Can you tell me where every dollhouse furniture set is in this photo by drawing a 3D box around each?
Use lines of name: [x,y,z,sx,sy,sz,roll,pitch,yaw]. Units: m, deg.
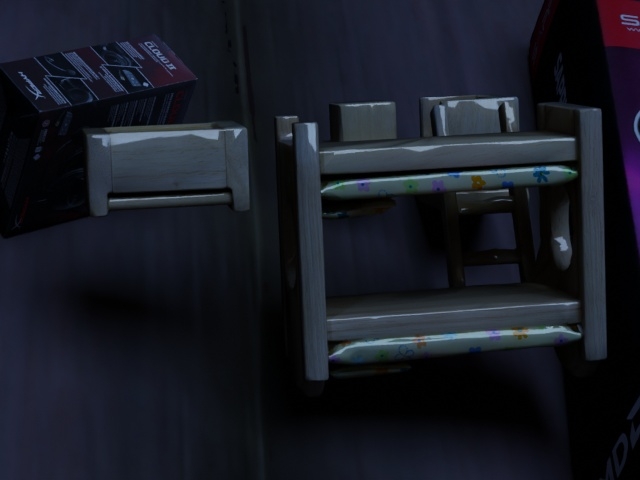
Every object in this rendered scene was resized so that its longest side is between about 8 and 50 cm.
dollhouse furniture set: [0.000,0.000,0.722,0.181,0.101,0.161,-3,7,-8]

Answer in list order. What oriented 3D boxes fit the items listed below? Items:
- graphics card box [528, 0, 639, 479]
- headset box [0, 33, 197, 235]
graphics card box: [0.216,0.006,0.782,0.232,0.094,0.371,13,39,-7]
headset box: [-0.089,-0.042,0.716,0.083,0.062,0.032,-15,51,-41]
